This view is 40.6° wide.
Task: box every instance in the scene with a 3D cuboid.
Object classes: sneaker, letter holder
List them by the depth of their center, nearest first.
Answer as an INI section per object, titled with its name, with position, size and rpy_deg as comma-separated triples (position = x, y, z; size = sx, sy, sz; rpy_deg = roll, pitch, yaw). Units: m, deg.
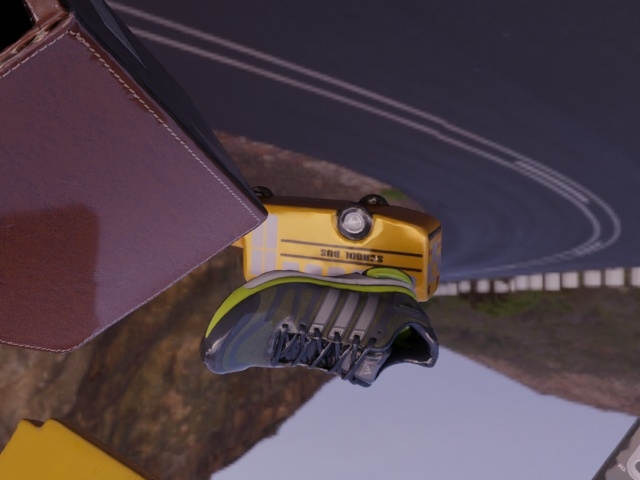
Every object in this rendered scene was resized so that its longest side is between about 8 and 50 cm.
[letter holder]
position = -0.203, -0.057, 0.583
size = 0.214, 0.152, 0.302
rpy_deg = -36, 157, 2
[sneaker]
position = 0.010, 0.102, 0.949
size = 0.300, 0.111, 0.121
rpy_deg = -7, -141, -33

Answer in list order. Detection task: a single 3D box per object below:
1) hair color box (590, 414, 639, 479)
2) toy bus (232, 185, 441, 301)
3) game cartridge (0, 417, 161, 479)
[hair color box]
position = 0.290, 0.253, 0.672
size = 0.185, 0.374, 0.114
rpy_deg = 39, -155, 28
[toy bus]
position = 0.000, 0.000, 1.234
size = 0.333, 0.130, 0.108
rpy_deg = 5, -168, 18
[game cartridge]
position = -0.234, 0.357, 0.779
size = 0.285, 0.323, 0.052
rpy_deg = 27, 170, 19
